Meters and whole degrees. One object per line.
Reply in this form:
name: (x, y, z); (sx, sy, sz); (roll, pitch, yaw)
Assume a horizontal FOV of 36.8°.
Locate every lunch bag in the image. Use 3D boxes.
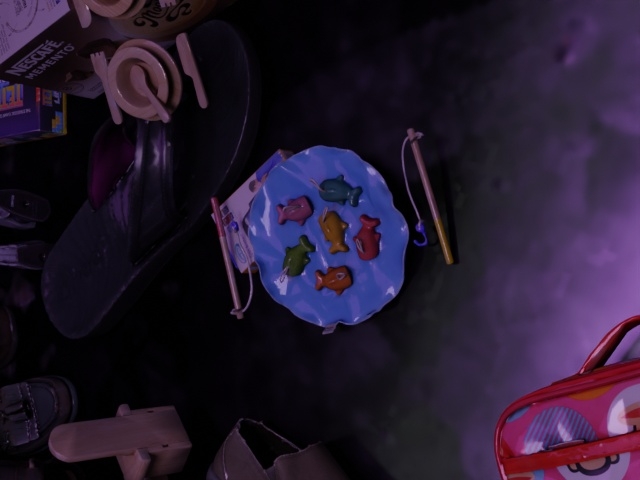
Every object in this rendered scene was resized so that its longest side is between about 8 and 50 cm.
lunch bag: (0.286, 0.178, 0.724); (0.293, 0.120, 0.258); (-23, 70, 32)

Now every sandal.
sandal: (-0.214, -0.055, 1.108); (0.167, 0.107, 0.445); (48, 115, 28)

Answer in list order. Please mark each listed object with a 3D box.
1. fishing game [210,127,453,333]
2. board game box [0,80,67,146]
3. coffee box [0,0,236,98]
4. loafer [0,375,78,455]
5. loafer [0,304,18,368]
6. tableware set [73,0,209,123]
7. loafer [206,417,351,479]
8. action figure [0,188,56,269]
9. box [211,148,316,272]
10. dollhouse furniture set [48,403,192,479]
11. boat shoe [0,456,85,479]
fishing game: (0.000, 0.000, 0.968); (0.264, 0.041, 0.189); (-12, 90, 30)
board game box: (-0.416, -0.205, 1.305); (0.170, 0.048, 0.141); (-4, 84, 37)
coffee box: (-0.244, -0.288, 1.105); (0.297, 0.168, 0.119); (-24, 74, 33)
loafer: (-0.431, 0.246, 1.271); (0.267, 0.084, 0.096); (-24, 74, 34)
loafer: (-0.499, 0.154, 1.331); (0.220, 0.078, 0.080); (-31, 70, 32)
tableware set: (-0.201, -0.211, 0.975); (0.128, 0.039, 0.194); (-6, 110, 29)
loafer: (-0.017, 0.249, 0.954); (0.251, 0.094, 0.087); (18, 103, 36)
action figure: (-0.472, -0.006, 1.309); (0.285, 0.099, 0.185); (-7, 89, 40)
box: (-0.063, -0.026, 1.045); (0.136, 0.028, 0.081); (-41, 66, 26)
dollhouse furniture set: (-0.231, 0.406, 1.024); (0.303, 0.174, 0.355); (57, 134, 38)
boat shoe: (-0.335, 0.313, 1.093); (0.130, 0.355, 0.132); (-2, 77, -6)
